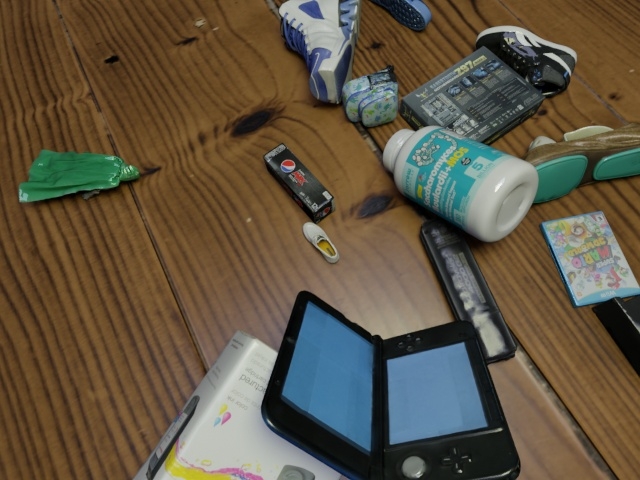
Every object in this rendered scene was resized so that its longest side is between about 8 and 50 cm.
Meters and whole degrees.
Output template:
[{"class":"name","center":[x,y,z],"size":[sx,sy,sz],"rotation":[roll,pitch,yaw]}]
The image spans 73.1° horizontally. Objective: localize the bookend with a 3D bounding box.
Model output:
[{"class":"bookend","center":[0.578,0.142,0.712],"size":[0.156,0.072,0.157],"rotation":[-23,67,-7]}]

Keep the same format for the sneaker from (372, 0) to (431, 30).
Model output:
[{"class":"sneaker","center":[0.192,-0.599,1.038],"size":[0.090,0.081,0.232],"rotation":[-42,70,-5]}]

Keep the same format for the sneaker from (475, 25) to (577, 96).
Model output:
[{"class":"sneaker","center":[0.435,-0.381,0.932],"size":[0.217,0.079,0.121],"rotation":[20,69,10]}]

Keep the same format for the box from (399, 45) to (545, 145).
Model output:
[{"class":"box","center":[0.315,-0.285,0.912],"size":[0.233,0.059,0.183],"rotation":[-35,70,-9]}]

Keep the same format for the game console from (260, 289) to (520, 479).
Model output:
[{"class":"game console","center":[0.093,0.170,0.593],"size":[0.251,0.293,0.173],"rotation":[-19,111,15]}]

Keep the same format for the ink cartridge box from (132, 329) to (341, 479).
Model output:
[{"class":"ink cartridge box","center":[-0.106,0.318,0.611],"size":[0.226,0.131,0.306],"rotation":[38,71,-14]}]

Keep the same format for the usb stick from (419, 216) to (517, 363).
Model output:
[{"class":"usb stick","center":[0.259,0.083,0.773],"size":[0.077,0.045,0.277],"rotation":[-20,68,3]}]

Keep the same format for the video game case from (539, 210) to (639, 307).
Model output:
[{"class":"video game case","center":[0.493,0.032,0.794],"size":[0.119,0.015,0.166],"rotation":[-11,68,-1]}]

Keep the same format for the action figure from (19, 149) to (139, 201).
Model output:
[{"class":"action figure","center":[-0.491,-0.136,0.902],"size":[0.233,0.063,0.137],"rotation":[-2,66,7]}]

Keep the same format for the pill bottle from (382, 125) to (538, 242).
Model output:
[{"class":"pill bottle","center":[0.235,-0.117,0.781],"size":[0.146,0.146,0.264],"rotation":[-40,48,-12]}]

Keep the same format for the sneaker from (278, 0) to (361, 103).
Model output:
[{"class":"sneaker","center":[-0.014,-0.446,0.976],"size":[0.183,0.127,0.315],"rotation":[6,61,10]}]

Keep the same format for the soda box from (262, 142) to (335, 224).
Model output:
[{"class":"soda box","center":[-0.043,-0.115,0.865],"size":[0.053,0.060,0.169],"rotation":[-37,71,-10]}]

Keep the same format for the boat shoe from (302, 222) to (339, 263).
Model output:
[{"class":"boat shoe","center":[0.000,0.000,0.828],"size":[0.035,0.035,0.100],"rotation":[-33,70,-9]}]

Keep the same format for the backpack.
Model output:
[{"class":"backpack","center":[0.106,-0.294,0.906],"size":[0.115,0.105,0.084],"rotation":[-13,66,4]}]

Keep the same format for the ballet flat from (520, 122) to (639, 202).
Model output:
[{"class":"ballet flat","center":[0.490,-0.163,0.833],"size":[0.343,0.116,0.124],"rotation":[-16,47,-3]}]
